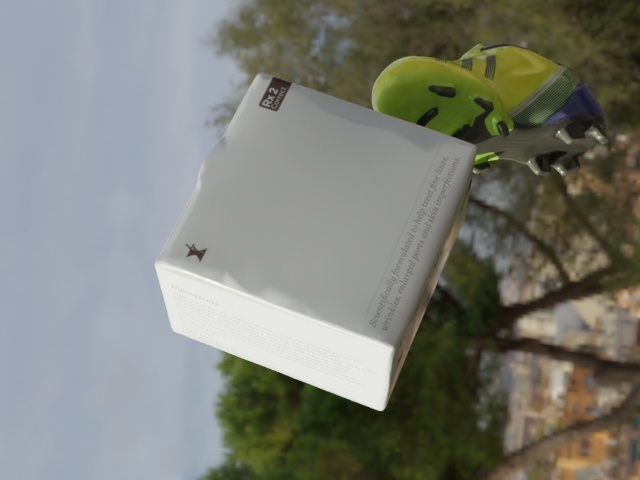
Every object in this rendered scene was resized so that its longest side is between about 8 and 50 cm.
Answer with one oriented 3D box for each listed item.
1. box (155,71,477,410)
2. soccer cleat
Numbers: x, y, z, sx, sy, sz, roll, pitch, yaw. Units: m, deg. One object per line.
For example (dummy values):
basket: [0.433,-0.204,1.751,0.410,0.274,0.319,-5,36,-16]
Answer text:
box: [0.000,0.000,0.978,0.119,0.182,0.181,89,-156,-62]
soccer cleat: [0.136,-0.124,1.141,0.093,0.289,0.121,-46,57,33]
